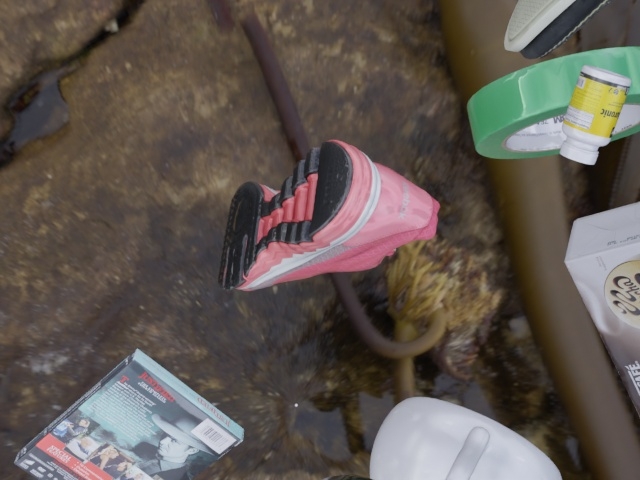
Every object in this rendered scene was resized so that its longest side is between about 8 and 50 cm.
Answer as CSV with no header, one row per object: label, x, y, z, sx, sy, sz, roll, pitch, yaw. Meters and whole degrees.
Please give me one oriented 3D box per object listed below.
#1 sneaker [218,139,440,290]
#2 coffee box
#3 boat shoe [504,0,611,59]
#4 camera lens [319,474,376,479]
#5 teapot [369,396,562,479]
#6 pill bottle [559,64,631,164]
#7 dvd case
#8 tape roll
sneaker,0.000,0.001,1.062,0.136,0.314,0.116,17,73,-25
coffee box,0.487,0.097,1.537,0.168,0.119,0.297,-16,115,30
boat shoe,0.204,-0.181,0.661,0.079,0.233,0.084,33,44,-18
camera lens,0.018,0.291,0.611,0.219,0.219,0.274,34,92,4
teapot,0.156,0.318,1.294,0.256,0.252,0.187,42,66,-28
pill bottle,0.345,-0.159,1.372,0.065,0.065,0.116,17,107,1
dvd case,-0.118,0.126,0.662,0.087,0.013,0.119,40,117,-19
tape roll,0.396,-0.210,1.703,0.321,0.321,0.077,-10,80,-3
